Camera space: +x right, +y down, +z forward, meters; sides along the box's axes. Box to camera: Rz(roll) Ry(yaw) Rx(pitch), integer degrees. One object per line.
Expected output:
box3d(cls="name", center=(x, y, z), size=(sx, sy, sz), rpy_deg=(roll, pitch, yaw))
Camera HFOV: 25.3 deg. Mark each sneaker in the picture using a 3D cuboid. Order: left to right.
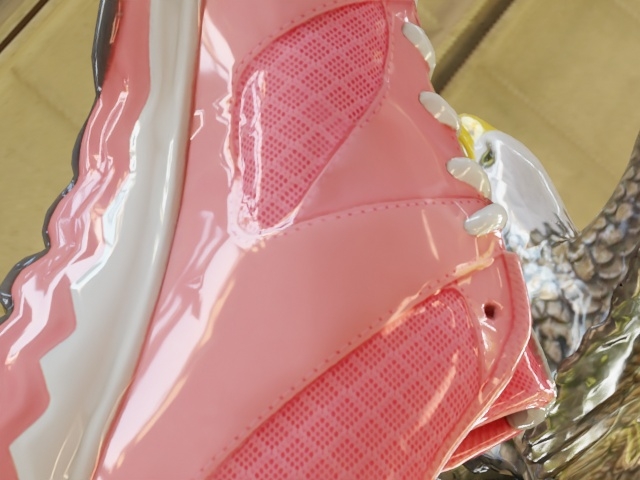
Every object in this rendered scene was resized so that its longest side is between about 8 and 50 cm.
box3d(cls="sneaker", center=(0.000, 0.001, 0.381), size=(0.136, 0.116, 0.314), rpy_deg=(14, -112, 4))

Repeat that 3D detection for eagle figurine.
box3d(cls="eagle figurine", center=(0.119, 0.017, 0.509), size=(0.298, 0.226, 0.225), rpy_deg=(-40, -90, 24))
